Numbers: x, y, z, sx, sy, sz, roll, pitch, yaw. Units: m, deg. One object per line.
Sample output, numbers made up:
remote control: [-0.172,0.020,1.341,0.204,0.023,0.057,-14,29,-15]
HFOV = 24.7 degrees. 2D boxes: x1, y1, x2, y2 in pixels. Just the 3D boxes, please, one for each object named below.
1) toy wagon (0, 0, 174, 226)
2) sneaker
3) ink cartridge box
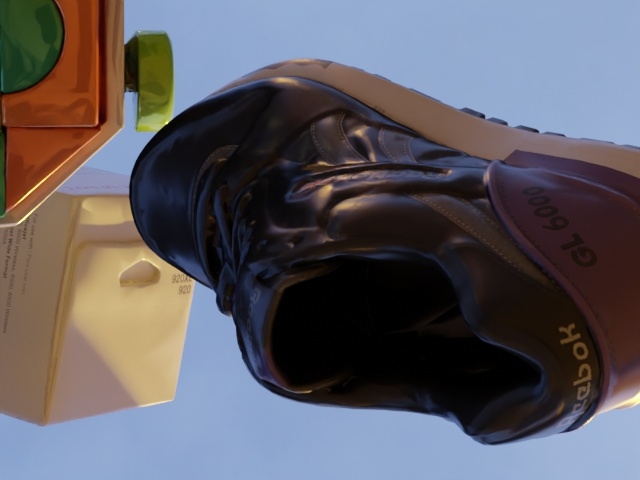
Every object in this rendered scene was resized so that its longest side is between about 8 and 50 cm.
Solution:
toy wagon: [-0.207,-0.099,0.749,0.267,0.344,0.068,-1,-156,-11]
sneaker: [0.000,0.000,0.536,0.124,0.283,0.107,-22,-67,-41]
ink cartridge box: [-0.235,0.024,1.106,0.171,0.232,0.168,-4,-75,-62]
